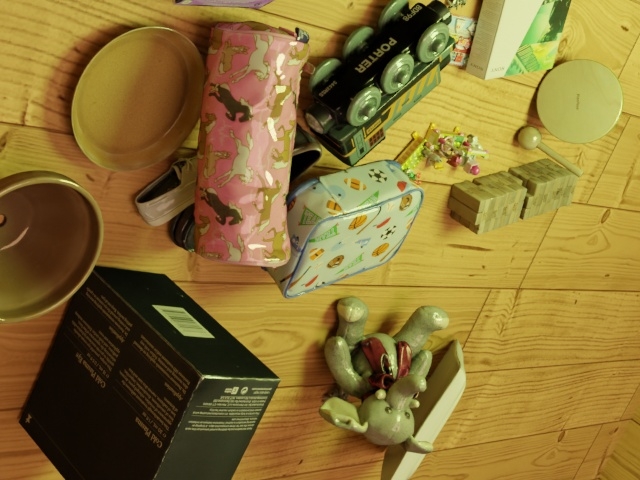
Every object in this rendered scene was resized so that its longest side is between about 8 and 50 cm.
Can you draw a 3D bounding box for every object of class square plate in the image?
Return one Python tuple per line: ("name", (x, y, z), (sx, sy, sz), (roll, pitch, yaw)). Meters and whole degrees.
("square plate", (0.245, 0.411, 2.445), (0.347, 0.049, 0.344), (-60, 178, 8))

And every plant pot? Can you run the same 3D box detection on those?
("plant pot", (-0.279, -0.217, 1.603), (0.236, 0.032, 0.236), (-27, 135, -30))
("plant pot", (-0.446, -0.007, 1.531), (0.237, 0.110, 0.237), (-27, 135, -31))

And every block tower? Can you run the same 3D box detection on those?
("block tower", (0.433, -0.102, 2.364), (0.335, 0.097, 0.091), (-15, 128, -36))

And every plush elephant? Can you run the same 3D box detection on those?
("plush elephant", (0.134, 0.311, 2.219), (0.272, 0.255, 0.330), (15, 115, -31))

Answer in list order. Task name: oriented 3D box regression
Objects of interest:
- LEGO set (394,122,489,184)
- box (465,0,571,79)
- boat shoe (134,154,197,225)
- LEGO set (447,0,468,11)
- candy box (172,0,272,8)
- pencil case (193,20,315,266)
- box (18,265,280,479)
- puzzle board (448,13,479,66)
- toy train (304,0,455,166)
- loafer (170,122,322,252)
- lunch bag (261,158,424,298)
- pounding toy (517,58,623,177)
("LEGO set", (0.235, -0.151, 2.112), (0.287, 0.107, 0.132), (-23, 132, -33))
("box", (0.413, -0.483, 2.072), (0.232, 0.058, 0.322), (-16, 129, -41))
("boat shoe", (-0.225, -0.102, 1.727), (0.184, 0.066, 0.063), (-35, 140, -7))
("LEGO set", (0.265, -0.461, 1.974), (0.054, 0.023, 0.083), (3, 116, -46))
("candy box", (-0.099, -0.398, 1.515), (0.165, 0.196, 0.070), (-8, 87, -41))
("pencil case", (-0.109, -0.147, 1.659), (0.160, 0.167, 0.386), (-74, 171, -80))
("box", (-0.286, 0.260, 1.709), (0.179, 0.343, 0.312), (11, 110, -49))
("puzzle board", (0.279, -0.387, 2.055), (0.128, 0.011, 0.096), (-2, 119, -45))
("toy train", (0.108, -0.284, 1.873), (0.334, 0.142, 0.190), (-43, 153, -15))
("loafer", (-0.125, -0.087, 1.805), (0.302, 0.095, 0.109), (-44, 141, -11))
("lunch bag", (0.032, -0.017, 1.912), (0.303, 0.115, 0.243), (-16, 146, -37))
("pounding toy", (0.560, -0.279, 2.325), (0.237, 0.183, 0.110), (-62, 167, 11))
